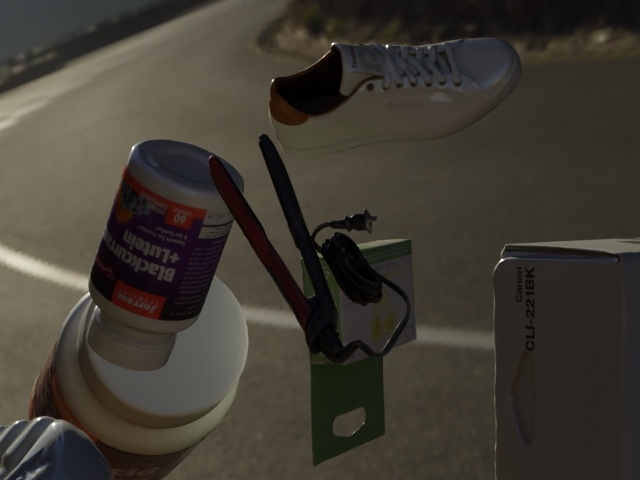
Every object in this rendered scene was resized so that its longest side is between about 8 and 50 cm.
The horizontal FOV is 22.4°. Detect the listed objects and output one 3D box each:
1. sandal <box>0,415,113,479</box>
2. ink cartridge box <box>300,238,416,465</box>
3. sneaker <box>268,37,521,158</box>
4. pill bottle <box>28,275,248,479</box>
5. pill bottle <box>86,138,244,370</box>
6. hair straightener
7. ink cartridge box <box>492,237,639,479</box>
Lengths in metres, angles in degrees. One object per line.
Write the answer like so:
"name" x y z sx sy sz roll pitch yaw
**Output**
"sandal" -0.218 0.186 0.906 0.169 0.102 0.416 -49 16 -24
"ink cartridge box" 0.048 0.124 1.830 0.056 0.235 0.171 -1 6 32
"sneaker" 0.082 -0.174 1.799 0.290 0.106 0.123 -18 -33 2
"pill bottle" -0.225 0.170 1.976 0.224 0.224 0.392 -27 -10 -24
"pill bottle" -0.147 0.016 1.456 0.108 0.194 0.108 17 23 -8
"hair straightener" 0.000 0.000 1.113 0.089 0.047 0.230 -26 44 -6
"ink cartridge box" 0.254 0.097 1.103 0.272 0.197 0.114 -3 3 -36
